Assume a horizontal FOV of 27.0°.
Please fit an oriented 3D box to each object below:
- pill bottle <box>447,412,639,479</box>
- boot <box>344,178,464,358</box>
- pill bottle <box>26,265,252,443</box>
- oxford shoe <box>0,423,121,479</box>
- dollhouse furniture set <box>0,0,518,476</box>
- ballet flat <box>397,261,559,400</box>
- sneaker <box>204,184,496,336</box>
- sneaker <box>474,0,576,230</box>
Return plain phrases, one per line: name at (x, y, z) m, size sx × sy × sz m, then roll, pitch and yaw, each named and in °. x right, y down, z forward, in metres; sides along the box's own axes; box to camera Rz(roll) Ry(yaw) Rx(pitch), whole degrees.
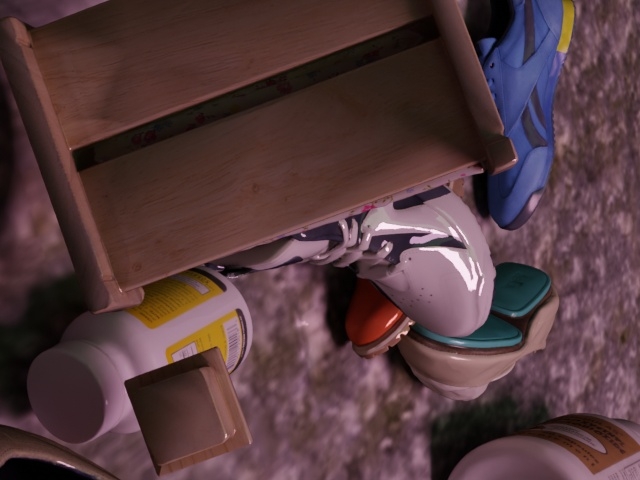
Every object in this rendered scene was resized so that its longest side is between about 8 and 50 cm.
pill bottle at (0.198, 0.205, 1.049) m, size 0.229 × 0.131 × 0.131 m, roll -2°, pitch 88°, yaw -59°
boot at (0.037, 0.000, 0.899) m, size 0.085 × 0.059 × 0.158 m, roll 36°, pitch 58°, yaw -30°
pill bottle at (-0.090, 0.057, 0.663) m, size 0.116 × 0.065 × 0.065 m, roll -27°, pitch 109°, yaw -57°
oxford shoe at (-0.180, 0.098, 0.448) m, size 0.348 × 0.130 × 0.123 m, roll 10°, pitch 77°, yaw -58°
dollhouse furniture set at (0.016, -0.109, 0.650) m, size 0.174 × 0.303 × 0.355 m, roll 17°, pitch 54°, yaw -85°
ballet flat at (0.117, 0.078, 0.992) m, size 0.248 × 0.086 × 0.086 m, roll -16°, pitch 100°, yaw -59°
sneaker at (0.000, 0.000, 0.773) m, size 0.235 × 0.094 × 0.153 m, roll 56°, pitch 48°, yaw -22°
sneaker at (0.151, -0.115, 1.095) m, size 0.082 × 0.069 × 0.209 m, roll 13°, pitch 82°, yaw -23°
